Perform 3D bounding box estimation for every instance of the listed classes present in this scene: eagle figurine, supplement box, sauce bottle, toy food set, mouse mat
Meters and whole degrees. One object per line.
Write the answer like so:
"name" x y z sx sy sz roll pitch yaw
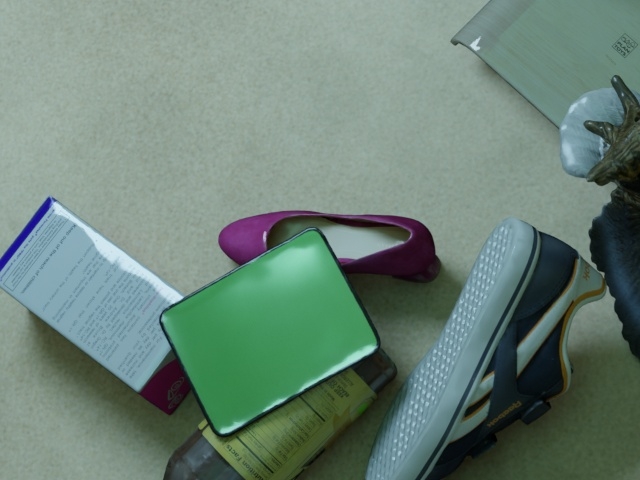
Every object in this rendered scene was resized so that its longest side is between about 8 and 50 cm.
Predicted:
"eagle figurine" 0.364 -0.012 1.844 0.226 0.298 0.225 -13 43 35
"supplement box" -0.219 0.068 2.015 0.220 0.111 0.114 33 83 23
"sauce bottle" -0.076 0.214 1.930 0.344 0.111 0.111 -44 67 -2
"toy food set" 0.314 -0.187 1.987 0.220 0.092 0.306 -45 75 -4
"mouse mat" -0.051 0.089 1.901 0.190 0.007 0.152 -29 67 2

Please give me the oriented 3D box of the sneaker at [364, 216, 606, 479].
"sneaker" 0.163 0.142 1.871 0.127 0.126 0.321 24 108 -17

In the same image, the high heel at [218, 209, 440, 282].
"high heel" 0.000 0.000 1.977 0.244 0.117 0.082 12 75 18
